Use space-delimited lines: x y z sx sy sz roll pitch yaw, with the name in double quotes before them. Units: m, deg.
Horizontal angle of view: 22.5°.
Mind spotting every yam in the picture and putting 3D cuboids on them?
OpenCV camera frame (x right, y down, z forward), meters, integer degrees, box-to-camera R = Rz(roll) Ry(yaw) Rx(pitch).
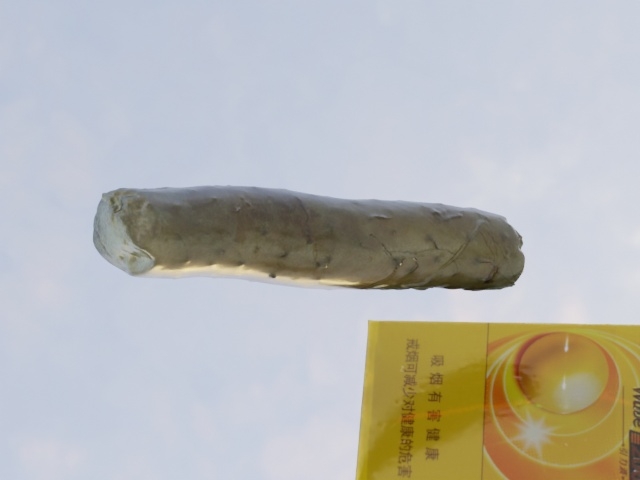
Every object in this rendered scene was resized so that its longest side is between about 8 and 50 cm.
"yam" 0.000 0.000 1.079 0.317 0.071 0.067 3 -110 -32

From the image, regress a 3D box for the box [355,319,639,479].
"box" 0.164 0.136 1.227 0.043 0.269 0.152 70 -158 -62
